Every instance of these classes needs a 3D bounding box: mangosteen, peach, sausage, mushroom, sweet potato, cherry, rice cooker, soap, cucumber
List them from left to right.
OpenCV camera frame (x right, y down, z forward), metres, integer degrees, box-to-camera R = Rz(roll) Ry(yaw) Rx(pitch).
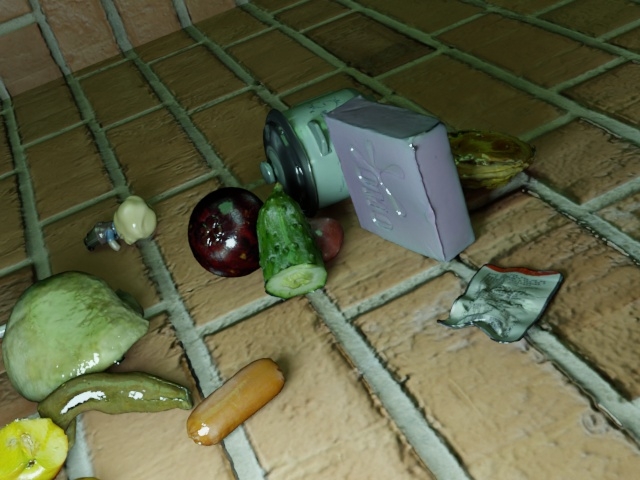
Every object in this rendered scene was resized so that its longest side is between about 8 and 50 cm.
[{"bbox_3d":[-0.514,0.378,1.489,0.151,0.118,0.151,14,34,-10],"label":"peach"},{"bbox_3d":[-0.480,0.170,1.714,0.292,0.212,0.217,-28,13,-30],"label":"mushroom"},{"bbox_3d":[-0.370,0.292,1.583,0.285,0.085,0.112,-1,52,3],"label":"sweet potato"},{"bbox_3d":[-0.188,-0.017,1.878,0.209,0.210,0.210,-14,31,8],"label":"mangosteen"},{"bbox_3d":[-0.147,0.278,1.490,0.197,0.076,0.076,-37,35,-26],"label":"sausage"},{"bbox_3d":[-0.070,-0.012,1.764,0.134,0.134,0.244,-15,59,5],"label":"cucumber"},{"bbox_3d":[-0.005,-0.004,1.849,0.106,0.087,0.126,-3,37,16],"label":"cherry"},{"bbox_3d":[0.002,-0.203,2.003,0.316,0.264,0.316,-24,-9,-4],"label":"rice cooker"},{"bbox_3d":[0.163,-0.128,1.760,0.107,0.296,0.285,-36,33,-22],"label":"soap"}]

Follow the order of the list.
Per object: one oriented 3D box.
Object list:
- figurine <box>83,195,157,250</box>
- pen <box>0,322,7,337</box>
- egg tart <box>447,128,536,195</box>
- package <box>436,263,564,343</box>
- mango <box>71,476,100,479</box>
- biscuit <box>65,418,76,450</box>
[{"bbox_3d":[-0.500,-0.030,2.165,0.196,0.108,0.114,-30,17,16],"label":"figurine"},{"bbox_3d":[-0.687,0.189,1.967,0.218,0.026,0.026,-26,32,-13],"label":"pen"},{"bbox_3d":[0.330,-0.169,1.913,0.297,0.132,0.297,-3,24,1],"label":"egg tart"},{"bbox_3d":[0.321,0.112,1.545,0.166,0.040,0.232,8,32,32],"label":"package"},{"bbox_3d":[-0.397,0.451,1.328,0.141,0.102,0.217,-29,19,32],"label":"mango"},{"bbox_3d":[-0.487,0.352,1.608,0.071,0.018,0.147,-18,29,-4],"label":"biscuit"}]
